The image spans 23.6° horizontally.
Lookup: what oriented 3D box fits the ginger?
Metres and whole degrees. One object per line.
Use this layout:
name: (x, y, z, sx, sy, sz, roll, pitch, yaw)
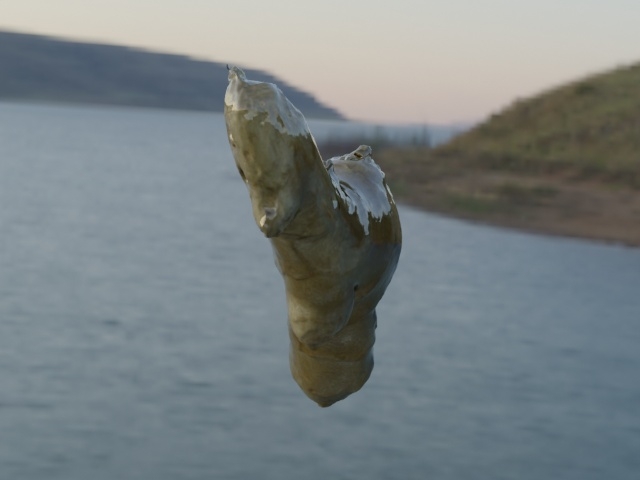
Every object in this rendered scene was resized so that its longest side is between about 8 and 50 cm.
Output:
ginger: (0.000, 0.000, 0.939, 0.081, 0.148, 0.334, 20, -15, 16)
